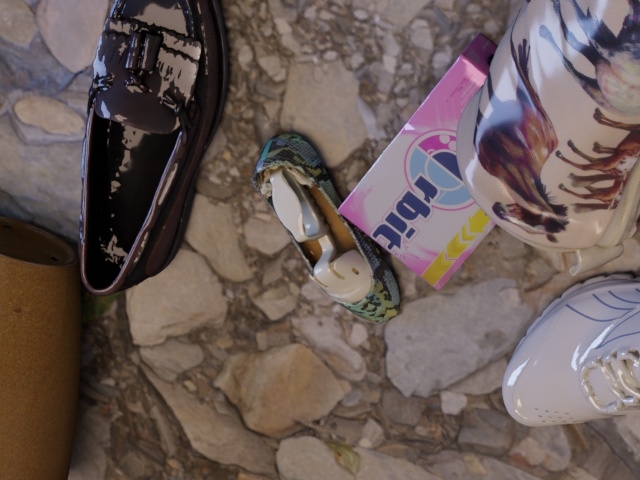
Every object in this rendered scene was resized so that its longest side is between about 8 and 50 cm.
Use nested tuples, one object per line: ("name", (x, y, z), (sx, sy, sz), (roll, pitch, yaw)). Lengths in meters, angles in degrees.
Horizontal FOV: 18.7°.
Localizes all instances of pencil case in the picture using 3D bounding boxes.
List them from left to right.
("pencil case", (0.235, -0.162, 1.326), (0.410, 0.160, 0.183), (-63, 40, 44))

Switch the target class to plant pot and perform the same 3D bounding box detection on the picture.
("plant pot", (-0.307, 0.112, 1.725), (0.237, 0.237, 0.254), (23, 104, 9))

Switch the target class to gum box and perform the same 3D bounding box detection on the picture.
("gum box", (0.114, -0.066, 1.559), (0.107, 0.062, 0.188), (38, 120, 0))

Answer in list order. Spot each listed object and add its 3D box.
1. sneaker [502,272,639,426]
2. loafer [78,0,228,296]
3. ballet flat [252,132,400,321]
("sneaker", (0.266, 0.083, 1.533), (0.297, 0.129, 0.111), (-26, 104, 29))
("loafer", (-0.148, -0.089, 1.626), (0.109, 0.095, 0.302), (17, 118, 12))
("ballet flat", (0.000, 0.000, 1.631), (0.070, 0.070, 0.188), (-29, 101, 29))
